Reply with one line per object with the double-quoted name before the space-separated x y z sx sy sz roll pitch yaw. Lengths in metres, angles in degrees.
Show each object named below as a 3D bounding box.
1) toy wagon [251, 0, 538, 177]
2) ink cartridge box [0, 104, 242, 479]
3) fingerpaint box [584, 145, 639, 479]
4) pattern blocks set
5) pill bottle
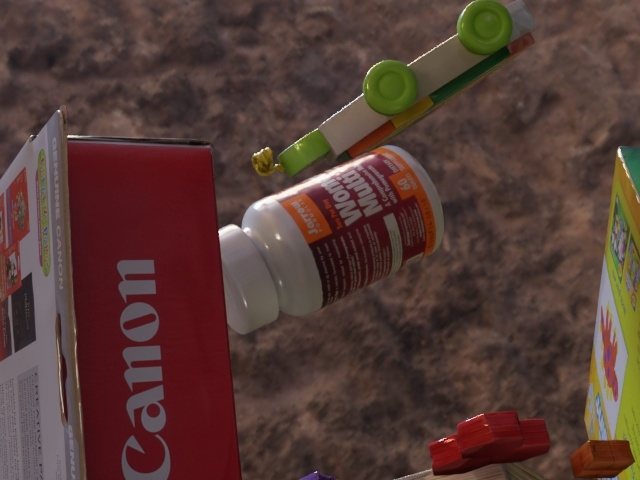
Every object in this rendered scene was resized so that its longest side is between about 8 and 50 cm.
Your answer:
"toy wagon" 0.081 -0.156 1.203 0.068 0.344 0.267 56 175 0
"ink cartridge box" -0.138 0.097 0.706 0.130 0.272 0.310 0 -103 -27
"fingerpaint box" 0.381 0.165 1.028 0.163 0.371 0.445 2 -153 5
"pattern blocks set" 0.095 0.203 0.809 0.325 0.285 0.026 27 -135 -52
"pill bottle" 0.000 0.000 1.029 0.221 0.121 0.121 -25 -116 -21
